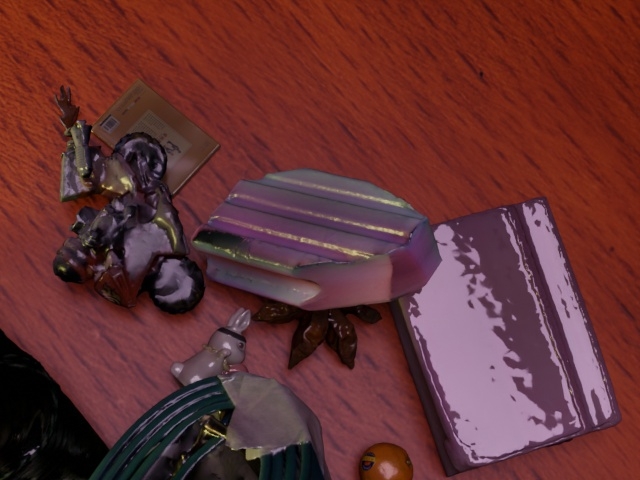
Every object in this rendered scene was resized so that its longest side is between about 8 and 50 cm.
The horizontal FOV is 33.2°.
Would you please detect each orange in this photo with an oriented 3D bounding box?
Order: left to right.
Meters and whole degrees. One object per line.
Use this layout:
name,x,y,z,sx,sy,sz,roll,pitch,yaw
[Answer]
orange,0.095,0.333,1.552,0.084,0.083,0.083,2,75,-6

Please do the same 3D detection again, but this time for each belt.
belt,-0.156,0.383,1.403,0.300,0.173,0.436,17,60,27

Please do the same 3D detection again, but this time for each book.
book,-0.259,-0.161,1.678,0.172,0.012,0.118,40,75,5

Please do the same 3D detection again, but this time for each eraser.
eraser,0.261,0.142,1.601,0.272,0.122,0.359,-14,77,-10

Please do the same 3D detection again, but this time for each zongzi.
zongzi,-0.447,0.248,1.479,0.384,0.362,0.319,15,72,38

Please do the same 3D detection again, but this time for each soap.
soap,0.000,0.000,1.528,0.324,0.109,0.193,13,52,33

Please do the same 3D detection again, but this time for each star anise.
star anise,-0.003,0.092,1.599,0.196,0.111,0.212,8,81,3

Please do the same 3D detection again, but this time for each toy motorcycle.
toy motorcycle,-0.316,-0.067,1.587,0.207,0.134,0.400,-14,80,-16

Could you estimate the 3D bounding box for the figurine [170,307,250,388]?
figurine,-0.143,0.177,1.583,0.146,0.081,0.098,-41,127,-19
